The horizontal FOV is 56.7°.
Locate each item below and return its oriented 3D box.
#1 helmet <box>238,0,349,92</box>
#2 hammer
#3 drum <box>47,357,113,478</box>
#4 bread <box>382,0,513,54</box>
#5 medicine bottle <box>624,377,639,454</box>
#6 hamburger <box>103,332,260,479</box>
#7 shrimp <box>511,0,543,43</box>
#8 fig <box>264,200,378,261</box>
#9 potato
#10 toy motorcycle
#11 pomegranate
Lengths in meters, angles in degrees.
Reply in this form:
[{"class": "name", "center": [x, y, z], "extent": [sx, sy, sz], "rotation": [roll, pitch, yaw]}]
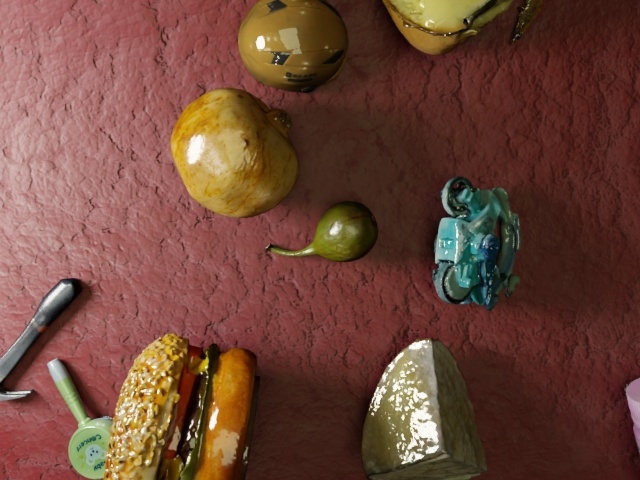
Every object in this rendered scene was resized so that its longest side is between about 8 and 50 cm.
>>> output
[{"class": "helmet", "center": [-0.046, -0.390, 1.143], "extent": [0.224, 0.130, 0.198], "rotation": [-4, 98, -6]}, {"class": "hammer", "center": [-0.576, 0.195, 1.182], "extent": [0.137, 0.037, 0.290], "rotation": [41, 90, -6]}, {"class": "drum", "center": [-0.492, 0.369, 1.197], "extent": [0.130, 0.049, 0.253], "rotation": [-44, 87, 8]}, {"class": "bread", "center": [0.234, -0.459, 1.150], "extent": [0.204, 0.162, 0.262], "rotation": [-33, 55, -1]}, {"class": "medicine bottle", "center": [0.774, 0.443, 1.259], "extent": [0.178, 0.178, 0.291], "rotation": [-18, 97, -4]}, {"class": "hamburger", "center": [-0.249, 0.339, 1.088], "extent": [0.250, 0.330, 0.330], "rotation": [9, 93, -5]}, {"class": "shrimp", "center": [0.408, -0.473, 1.231], "extent": [0.091, 0.025, 0.127], "rotation": [21, 88, -6]}, {"class": "fig", "center": [0.000, 0.000, 1.194], "extent": [0.236, 0.124, 0.124], "rotation": [-18, 96, 11]}, {"class": "potato", "center": [0.207, 0.365, 1.246], "extent": [0.189, 0.211, 0.264], "rotation": [-21, 57, 32]}, {"class": "toy motorcycle", "center": [0.319, 0.007, 1.209], "extent": [0.206, 0.154, 0.260], "rotation": [5, 90, -29]}, {"class": "pomegranate", "center": [-0.154, -0.164, 1.104], "extent": [0.248, 0.248, 0.248], "rotation": [0, 94, -5]}]
